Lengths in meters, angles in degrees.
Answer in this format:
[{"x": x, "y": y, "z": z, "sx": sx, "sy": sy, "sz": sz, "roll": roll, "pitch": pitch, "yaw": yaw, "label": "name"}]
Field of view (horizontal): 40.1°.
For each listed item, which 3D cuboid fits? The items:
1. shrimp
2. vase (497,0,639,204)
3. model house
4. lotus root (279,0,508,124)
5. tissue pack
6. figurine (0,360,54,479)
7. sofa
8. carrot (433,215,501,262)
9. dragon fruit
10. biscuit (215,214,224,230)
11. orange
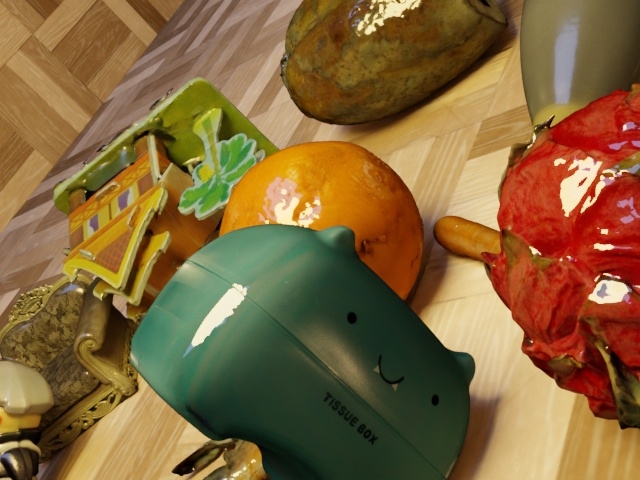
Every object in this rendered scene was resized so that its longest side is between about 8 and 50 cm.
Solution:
[{"x": -0.129, "y": 0.277, "z": 1.004, "sx": 0.217, "sy": 0.051, "sz": 0.150, "roll": -41, "pitch": 21, "yaw": -12, "label": "shrimp"}, {"x": 0.278, "y": -0.164, "z": 0.945, "sx": 0.173, "sy": 0.173, "sz": 0.321, "roll": -15, "pitch": 42, "yaw": 45, "label": "vase"}, {"x": -0.202, "y": -0.017, "z": 1.327, "sx": 0.358, "sy": 0.242, "sz": 0.313, "roll": -35, "pitch": 43, "yaw": 13, "label": "model house"}, {"x": 0.092, "y": -0.313, "z": 1.352, "sx": 0.346, "sy": 0.250, "sz": 0.250, "roll": -29, "pitch": 29, "yaw": 27, "label": "lotus root"}, {"x": -0.005, "y": 0.116, "z": 0.780, "sx": 0.206, "sy": 0.287, "sz": 0.198, "roll": -49, "pitch": 23, "yaw": -12, "label": "tissue pack"}, {"x": -0.454, "y": 0.292, "z": 1.238, "sx": 0.176, "sy": 0.133, "sz": 0.236, "roll": -18, "pitch": 72, "yaw": 41, "label": "figurine"}, {"x": -0.424, "y": 0.192, "z": 1.399, "sx": 0.258, "sy": 0.182, "sz": 0.200, "roll": -38, "pitch": 27, "yaw": 13, "label": "sofa"}, {"x": 0.194, "y": 0.012, "z": 0.936, "sx": 0.043, "sy": 0.043, "sz": 0.248, "roll": -48, "pitch": 28, "yaw": -8, "label": "carrot"}, {"x": 0.238, "y": 0.000, "z": 0.655, "sx": 0.244, "sy": 0.244, "sz": 0.299, "roll": -37, "pitch": 35, "yaw": 14, "label": "dragon fruit"}, {"x": -0.172, "y": 0.026, "z": 1.446, "sx": 0.226, "sy": 0.042, "sz": 0.226, "roll": -35, "pitch": 26, "yaw": 20, "label": "biscuit"}, {"x": 0.000, "y": 0.000, "z": 1.009, "sx": 0.240, "sy": 0.240, "sz": 0.240, "roll": -34, "pitch": 27, "yaw": 20, "label": "orange"}]
